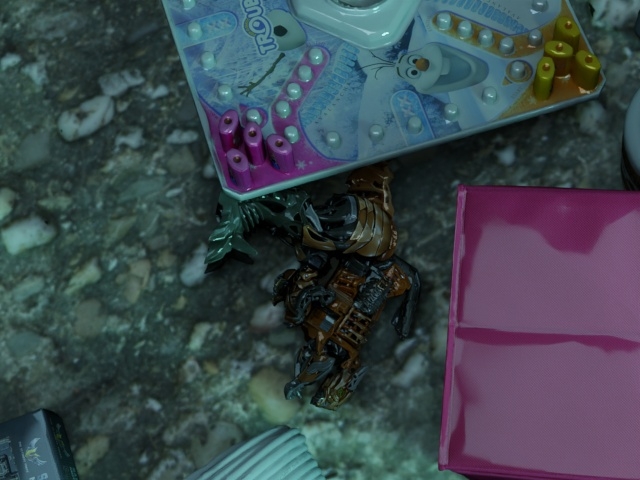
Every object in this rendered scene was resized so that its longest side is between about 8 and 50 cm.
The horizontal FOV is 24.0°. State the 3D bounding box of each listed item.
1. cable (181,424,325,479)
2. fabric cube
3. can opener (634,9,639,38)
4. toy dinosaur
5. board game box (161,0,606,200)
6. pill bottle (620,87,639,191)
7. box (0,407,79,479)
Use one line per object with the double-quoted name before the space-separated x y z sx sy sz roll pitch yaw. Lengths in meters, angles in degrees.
"cable" -0.104 0.273 1.393 0.257 0.257 0.089 -36 79 -21
"fabric cube" 0.259 0.102 1.358 0.258 0.254 0.259 2 79 13
"can opener" 0.460 -0.208 1.499 0.280 0.074 0.093 16 116 15
"toy dinosaur" 0.000 0.000 1.512 0.218 0.164 0.322 12 62 -2
"board game box" 0.039 -0.263 1.509 0.389 0.050 0.390 -16 64 -6
"pill bottle" 0.348 -0.094 1.401 0.131 0.229 0.131 -2 77 10
"box" -0.325 0.309 1.523 0.183 0.059 0.233 -21 75 5
